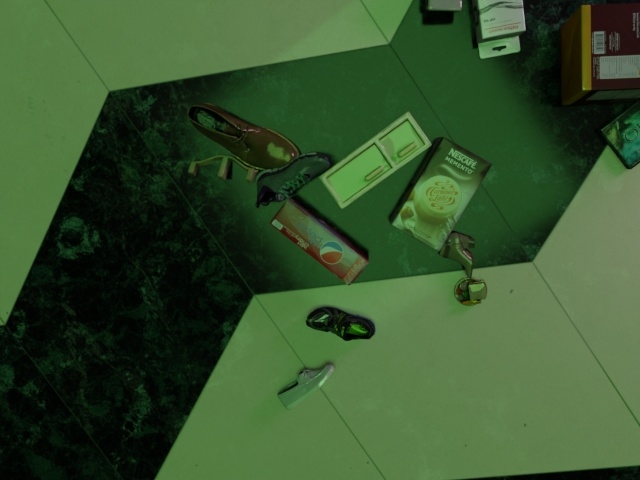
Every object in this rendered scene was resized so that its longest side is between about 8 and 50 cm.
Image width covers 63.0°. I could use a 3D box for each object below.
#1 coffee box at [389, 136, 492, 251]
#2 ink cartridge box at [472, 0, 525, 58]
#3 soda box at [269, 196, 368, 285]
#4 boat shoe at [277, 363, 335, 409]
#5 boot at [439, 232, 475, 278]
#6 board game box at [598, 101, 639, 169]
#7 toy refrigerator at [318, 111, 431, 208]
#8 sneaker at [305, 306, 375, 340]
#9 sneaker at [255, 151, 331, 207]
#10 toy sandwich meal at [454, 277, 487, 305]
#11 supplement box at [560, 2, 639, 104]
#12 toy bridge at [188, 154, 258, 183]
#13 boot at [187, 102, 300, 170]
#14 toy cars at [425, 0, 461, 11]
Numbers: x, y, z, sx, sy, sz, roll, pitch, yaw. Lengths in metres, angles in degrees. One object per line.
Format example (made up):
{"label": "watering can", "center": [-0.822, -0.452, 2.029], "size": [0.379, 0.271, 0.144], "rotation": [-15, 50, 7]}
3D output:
{"label": "coffee box", "center": [0.293, -0.117, 1.305], "size": [0.141, 0.098, 0.247], "rotation": [29, 100, 0]}
{"label": "ink cartridge box", "center": [0.425, -0.539, 1.248], "size": [0.104, 0.060, 0.180], "rotation": [-9, 98, 6]}
{"label": "soda box", "center": [0.000, 0.000, 1.353], "size": [0.263, 0.092, 0.083], "rotation": [39, 99, -1]}
{"label": "boat shoe", "center": [-0.043, 0.389, 1.437], "size": [0.184, 0.066, 0.063], "rotation": [-41, 94, 19]}
{"label": "boot", "center": [0.353, 0.038, 1.358], "size": [0.086, 0.042, 0.119], "rotation": [3, 98, 11]}
{"label": "board game box", "center": [0.793, -0.281, 1.272], "size": [0.186, 0.026, 0.126], "rotation": [-40, 94, 9]}
{"label": "toy refrigerator", "center": [0.135, -0.199, 1.310], "size": [0.269, 0.094, 0.102], "rotation": [-35, 94, 9]}
{"label": "sneaker", "center": [0.054, 0.223, 1.390], "size": [0.188, 0.078, 0.067], "rotation": [12, 99, 4]}
{"label": "sneaker", "center": [-0.068, -0.143, 1.304], "size": [0.223, 0.083, 0.098], "rotation": [-17, 55, 33]}
{"label": "toy sandwich meal", "center": [0.395, 0.136, 1.370], "size": [0.085, 0.029, 0.086], "rotation": [1, 99, 5]}
{"label": "supplement box", "center": [0.673, -0.424, 1.196], "size": [0.194, 0.129, 0.191], "rotation": [-1, 90, 5]}
{"label": "toy bridge", "center": [-0.250, -0.190, 1.366], "size": [0.188, 0.026, 0.063], "rotation": [8, 71, 15]}
{"label": "boot", "center": [-0.198, -0.256, 1.322], "size": [0.305, 0.115, 0.112], "rotation": [26, 97, -1]}
{"label": "toy cars", "center": [0.229, -0.714, 1.229], "size": [0.176, 0.087, 0.394], "rotation": [-38, 98, 4]}
